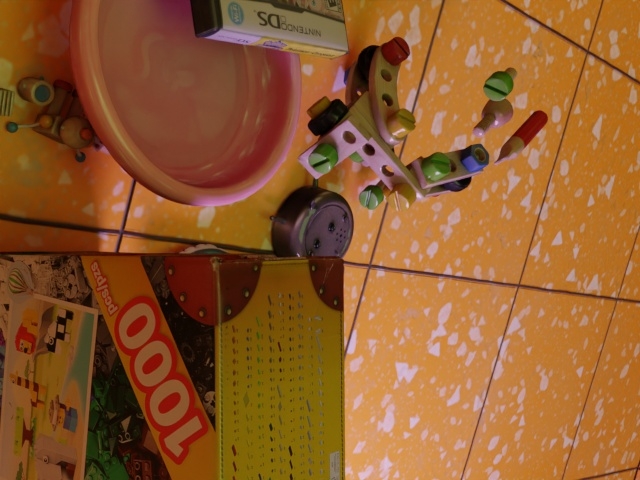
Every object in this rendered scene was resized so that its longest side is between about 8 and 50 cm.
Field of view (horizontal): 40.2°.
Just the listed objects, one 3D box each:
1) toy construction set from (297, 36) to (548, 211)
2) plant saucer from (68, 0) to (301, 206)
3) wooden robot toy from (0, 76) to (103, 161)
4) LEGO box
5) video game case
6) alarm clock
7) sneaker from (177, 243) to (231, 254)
[{"bbox_3d":[0.121,-0.127,1.192,0.237,0.309,0.257,-44,125,-44],"label":"toy construction set"},{"bbox_3d":[-0.156,-0.203,1.003,0.332,0.084,0.332,2,87,-50],"label":"plant saucer"},{"bbox_3d":[-0.277,-0.134,0.954,0.173,0.079,0.076,25,87,-49],"label":"wooden robot toy"},{"bbox_3d":[-0.176,0.259,0.897,0.193,0.373,0.499,0,90,-54],"label":"LEGO box"},{"bbox_3d":[-0.067,-0.362,1.030,0.248,0.035,0.274,-6,88,-52],"label":"video game case"},{"bbox_3d":[0.000,0.000,1.315,0.129,0.064,0.192,-48,137,-23],"label":"alarm clock"},{"bbox_3d":[-0.105,0.068,1.191,0.275,0.110,0.107,1,104,-46],"label":"sneaker"}]
